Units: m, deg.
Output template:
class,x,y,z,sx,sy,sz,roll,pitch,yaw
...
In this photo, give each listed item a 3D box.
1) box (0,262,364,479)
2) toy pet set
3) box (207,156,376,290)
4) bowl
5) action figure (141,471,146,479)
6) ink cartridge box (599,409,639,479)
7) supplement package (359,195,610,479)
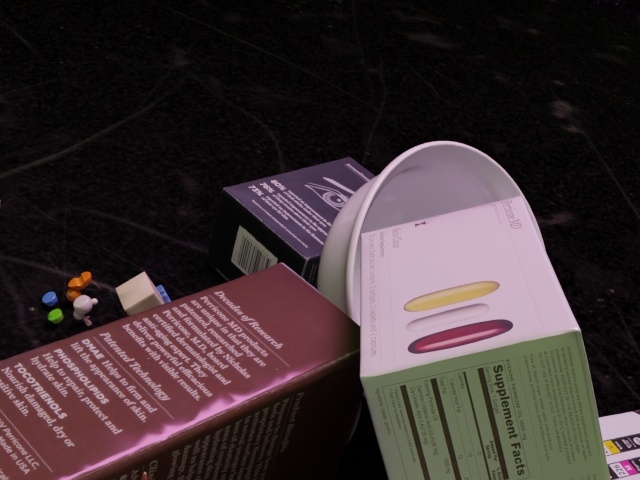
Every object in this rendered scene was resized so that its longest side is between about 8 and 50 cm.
class,x,y,z,sx,sy,sz,roll,pitch,yaw
box,-0.145,0.169,0.838,0.381,0.191,0.143,-17,44,-41
toy pet set,-0.207,0.083,1.087,0.114,0.065,0.122,-30,41,-4
box,0.000,0.000,1.234,0.207,0.108,0.153,-16,43,-40
bowl,0.096,0.054,1.104,0.298,0.298,0.134,-17,5,-40
action figure,-0.151,0.254,0.662,0.091,0.139,0.280,-17,10,12
ink cartridge box,0.292,0.298,0.887,0.272,0.130,0.309,-5,38,-27
supplement package,0.122,0.113,0.818,0.145,0.204,0.262,-13,20,7
